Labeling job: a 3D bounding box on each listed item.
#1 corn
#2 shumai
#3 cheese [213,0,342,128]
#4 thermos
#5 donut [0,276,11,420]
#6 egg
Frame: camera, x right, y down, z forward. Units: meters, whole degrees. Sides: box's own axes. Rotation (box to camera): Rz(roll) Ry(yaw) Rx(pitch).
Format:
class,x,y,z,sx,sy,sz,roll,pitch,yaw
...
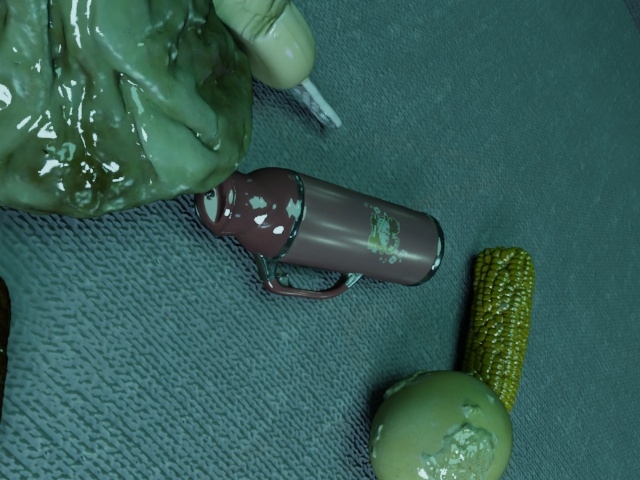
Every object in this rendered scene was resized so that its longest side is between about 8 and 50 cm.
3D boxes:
class,x,y,z,sx,sy,sz,roll,pitch,yaw
corn,0.288,0.149,0.760,0.101,0.101,0.313,28,63,-28
shumai,-0.180,-0.191,0.359,0.303,0.263,0.310,26,58,-6
cheese,-0.064,-0.239,0.599,0.071,0.163,0.249,-52,154,-3
thermos,-0.002,-0.006,0.586,0.330,0.109,0.137,13,112,-34
donut,-0.281,0.122,0.317,0.112,0.151,0.295,17,68,-43
egg,0.152,0.251,0.596,0.201,0.164,0.165,-8,83,-35
